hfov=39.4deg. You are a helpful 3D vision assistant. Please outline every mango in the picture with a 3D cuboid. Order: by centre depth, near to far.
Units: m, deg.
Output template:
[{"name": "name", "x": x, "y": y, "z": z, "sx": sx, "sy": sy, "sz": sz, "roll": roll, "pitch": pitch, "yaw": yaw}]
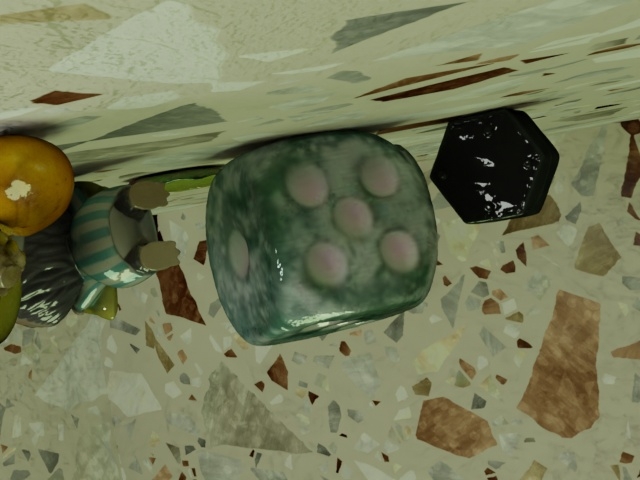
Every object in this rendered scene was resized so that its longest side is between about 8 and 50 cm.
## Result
[{"name": "mango", "x": -0.343, "y": -0.068, "z": 0.982, "sx": 0.141, "sy": 0.102, "sz": 0.217, "roll": 19, "pitch": 167, "yaw": -19}]

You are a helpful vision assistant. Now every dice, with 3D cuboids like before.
[{"name": "dice", "x": 0.000, "y": 0.000, "z": 1.647, "sx": 0.348, "sy": 0.330, "sz": 0.328, "roll": -11, "pitch": 170, "yaw": -27}]

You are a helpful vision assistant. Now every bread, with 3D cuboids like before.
[{"name": "bread", "x": -0.304, "y": -0.126, "z": 1.891, "sx": 0.228, "sy": 0.033, "sz": 0.228, "roll": -11, "pitch": 180, "yaw": 0}]

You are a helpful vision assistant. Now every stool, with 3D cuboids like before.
[{"name": "stool", "x": 0.333, "y": -0.142, "z": 1.715, "sx": 0.232, "sy": 0.232, "sz": 0.141, "roll": -9, "pitch": 180, "yaw": 30}]

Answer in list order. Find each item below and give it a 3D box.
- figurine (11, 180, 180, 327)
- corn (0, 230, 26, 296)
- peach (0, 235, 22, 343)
[{"name": "figurine", "x": -0.485, "y": 0.026, "z": 1.422, "sx": 0.361, "sy": 0.266, "sz": 0.377, "roll": -16, "pitch": 177, "yaw": 42}, {"name": "corn", "x": -0.455, "y": -0.005, "z": 1.002, "sx": 0.319, "sy": 0.097, "sz": 0.097, "roll": 20, "pitch": -164, "yaw": 29}, {"name": "peach", "x": -0.526, "y": 0.064, "z": 1.188, "sx": 0.245, "sy": 0.248, "sz": 0.275, "roll": -38, "pitch": -158, "yaw": 3}]
